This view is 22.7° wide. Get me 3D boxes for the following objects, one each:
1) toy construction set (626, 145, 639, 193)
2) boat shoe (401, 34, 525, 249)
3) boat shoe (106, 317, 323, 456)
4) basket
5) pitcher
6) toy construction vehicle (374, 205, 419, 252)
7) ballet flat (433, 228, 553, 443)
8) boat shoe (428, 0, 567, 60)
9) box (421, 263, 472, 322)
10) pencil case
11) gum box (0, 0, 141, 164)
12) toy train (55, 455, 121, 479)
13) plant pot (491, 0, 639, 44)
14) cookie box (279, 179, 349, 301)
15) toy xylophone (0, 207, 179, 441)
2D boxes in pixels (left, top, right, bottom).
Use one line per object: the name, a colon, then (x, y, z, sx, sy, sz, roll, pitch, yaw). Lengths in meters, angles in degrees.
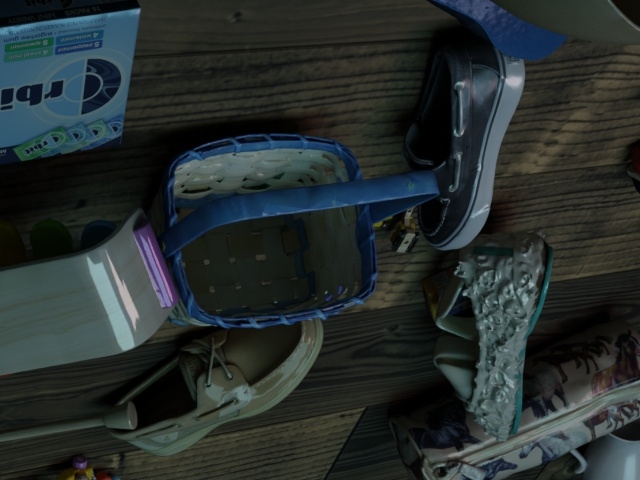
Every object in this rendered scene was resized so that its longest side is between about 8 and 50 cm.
toy construction set: (0.538, -0.040, 2.012, 0.257, 0.237, 0.309, -16, 148, -16)
boat shoe: (0.137, -0.099, 1.759, 0.102, 0.108, 0.301, -12, 143, -23)
boat shoe: (-0.131, 0.168, 1.959, 0.302, 0.109, 0.098, -33, 150, 20)
basket: (-0.051, -0.013, 1.626, 0.255, 0.201, 0.289, -6, 174, -30)
pitcher: (0.485, 0.365, 2.705, 0.178, 0.125, 0.207, -1, 134, -3)
toy construction vehicle: (0.075, -0.017, 1.911, 0.086, 0.035, 0.098, 3, 137, -23)
ballet flat: (0.215, 0.119, 2.095, 0.147, 0.147, 0.409, -17, 144, -15)
boat shoe: (0.158, -0.261, 1.560, 0.109, 0.089, 0.258, -49, 139, 11)
box: (0.203, 0.054, 2.108, 0.136, 0.028, 0.081, -23, 148, -3)
pencil case: (0.314, 0.254, 2.336, 0.410, 0.183, 0.160, -23, 113, -4)
gum box: (-0.253, -0.149, 1.460, 0.157, 0.041, 0.184, -12, 145, -22)
toy train: (-0.323, 0.355, 2.096, 0.166, 0.046, 0.125, -42, 143, -29)
plant pot: (0.216, -0.300, 1.408, 0.284, 0.284, 0.191, 9, 169, -44)
cookie box: (0.000, 0.000, 1.799, 0.040, 0.107, 0.092, -9, 144, -36)
toy xylophone: (-0.299, 0.086, 1.577, 0.323, 0.081, 0.236, -4, 120, 9)
